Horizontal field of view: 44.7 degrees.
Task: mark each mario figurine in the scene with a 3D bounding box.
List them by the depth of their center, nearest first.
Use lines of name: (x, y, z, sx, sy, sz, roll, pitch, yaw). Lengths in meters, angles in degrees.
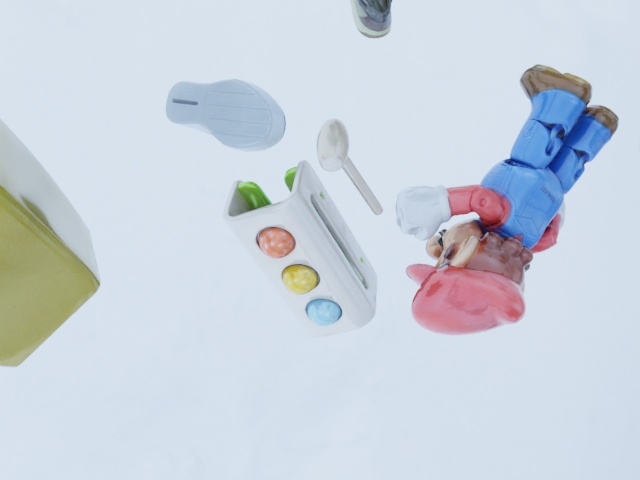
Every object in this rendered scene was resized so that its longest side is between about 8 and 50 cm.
mario figurine: (0.193, -0.040, 0.900, 0.198, 0.170, 0.320, 32, 86, -1)

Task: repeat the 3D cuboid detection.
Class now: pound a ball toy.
pound a ball toy: (0.000, 0.000, 1.162, 0.319, 0.208, 0.136, 58, 28, -36)

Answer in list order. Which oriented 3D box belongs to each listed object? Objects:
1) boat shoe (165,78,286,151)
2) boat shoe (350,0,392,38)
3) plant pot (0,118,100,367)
boat shoe: (-0.143, -0.212, 1.290, 0.094, 0.302, 0.109, 5, 103, -43)
boat shoe: (0.049, -0.294, 0.833, 0.056, 0.049, 0.152, -15, 78, -17)
plant pot: (-0.369, 0.015, 0.871, 0.212, 0.212, 0.187, -43, 125, 5)
